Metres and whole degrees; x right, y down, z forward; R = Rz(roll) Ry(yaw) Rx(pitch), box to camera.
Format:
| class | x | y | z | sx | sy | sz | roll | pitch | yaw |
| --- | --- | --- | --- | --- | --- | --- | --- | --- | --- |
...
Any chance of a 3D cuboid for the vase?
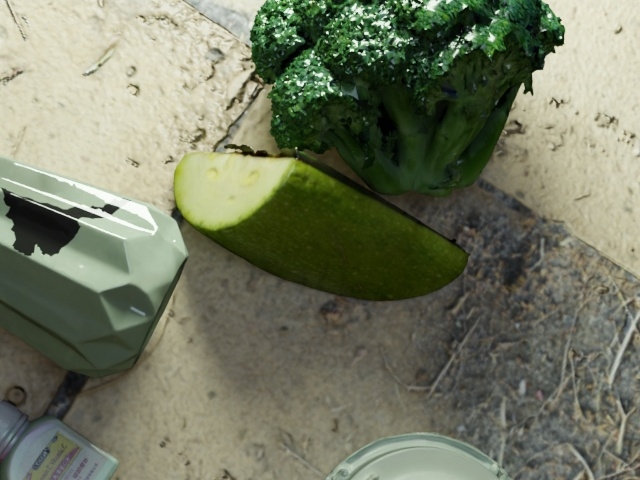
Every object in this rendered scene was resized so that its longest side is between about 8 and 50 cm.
| class | x | y | z | sx | sy | sz | roll | pitch | yaw |
| --- | --- | --- | --- | --- | --- | --- | --- | --- | --- |
| vase | -0.300 | -0.017 | 1.384 | 0.360 | 0.165 | 0.165 | 26 | 74 | -1 |

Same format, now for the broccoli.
| class | x | y | z | sx | sy | sz | roll | pitch | yaw |
| --- | --- | --- | --- | --- | --- | --- | --- | --- | --- |
| broccoli | 0.086 | -0.166 | 1.468 | 0.294 | 0.265 | 0.245 | -3 | 111 | -15 |

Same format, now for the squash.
| class | x | y | z | sx | sy | sz | roll | pitch | yaw |
| --- | --- | --- | --- | --- | --- | --- | --- | --- | --- |
| squash | 0.000 | 0.000 | 1.506 | 0.252 | 0.169 | 0.093 | 29 | 74 | -40 |

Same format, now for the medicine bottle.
| class | x | y | z | sx | sy | sz | roll | pitch | yaw |
| --- | --- | --- | --- | --- | --- | --- | --- | --- | --- |
| medicine bottle | -0.244 | 0.192 | 1.395 | 0.118 | 0.055 | 0.074 | 36 | 75 | -3 |

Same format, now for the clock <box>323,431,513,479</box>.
| class | x | y | z | sx | sy | sz | roll | pitch | yaw |
| --- | --- | --- | --- | --- | --- | --- | --- | --- | --- |
| clock | 0.095 | 0.291 | 1.450 | 0.236 | 0.053 | 0.236 | 3 | 77 | -12 |
